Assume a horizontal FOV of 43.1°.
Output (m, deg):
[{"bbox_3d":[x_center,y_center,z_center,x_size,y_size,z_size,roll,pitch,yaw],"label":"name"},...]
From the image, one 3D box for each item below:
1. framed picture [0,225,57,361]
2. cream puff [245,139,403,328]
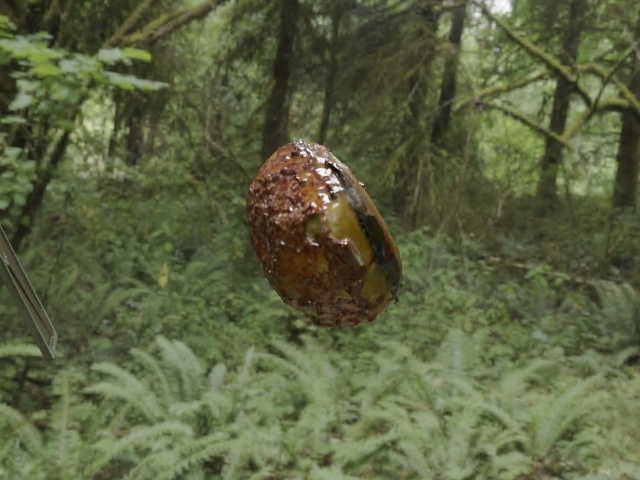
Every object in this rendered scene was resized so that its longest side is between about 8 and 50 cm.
[{"bbox_3d":[-0.576,0.065,1.524,0.020,0.324,0.240,-26,11,-14],"label":"framed picture"},{"bbox_3d":[0.000,0.001,0.986,0.164,0.240,0.240,-29,16,-12],"label":"cream puff"}]
